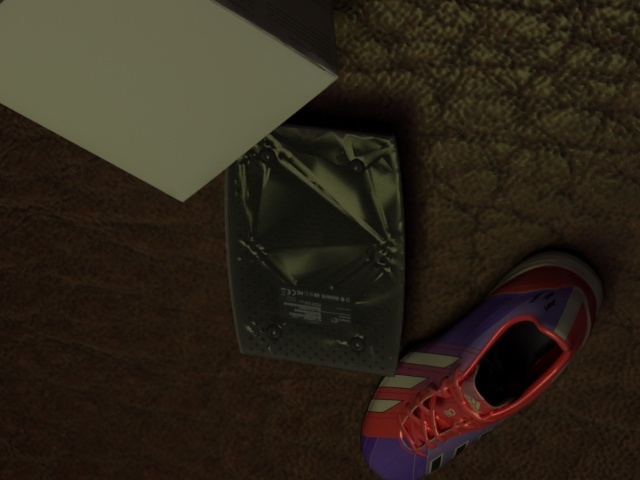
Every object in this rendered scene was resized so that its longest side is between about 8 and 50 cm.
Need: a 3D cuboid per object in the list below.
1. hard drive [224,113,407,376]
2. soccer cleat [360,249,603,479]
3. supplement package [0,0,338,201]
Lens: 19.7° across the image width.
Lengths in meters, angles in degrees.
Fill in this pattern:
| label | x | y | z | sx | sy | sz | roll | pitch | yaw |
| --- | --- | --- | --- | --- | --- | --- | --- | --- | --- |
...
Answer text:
| label | x | y | z | sx | sy | sz | roll | pitch | yaw |
| --- | --- | --- | --- | --- | --- | --- | --- | --- | --- |
| hard drive | 0.000 | 0.000 | 1.694 | 0.172 | 0.054 | 0.255 | 7 | 122 | 15 |
| soccer cleat | 0.132 | 0.136 | 1.691 | 0.108 | 0.116 | 0.318 | 40 | 124 | -7 |
| supplement package | -0.150 | -0.187 | 1.519 | 0.262 | 0.145 | 0.204 | 30 | 129 | -33 |
